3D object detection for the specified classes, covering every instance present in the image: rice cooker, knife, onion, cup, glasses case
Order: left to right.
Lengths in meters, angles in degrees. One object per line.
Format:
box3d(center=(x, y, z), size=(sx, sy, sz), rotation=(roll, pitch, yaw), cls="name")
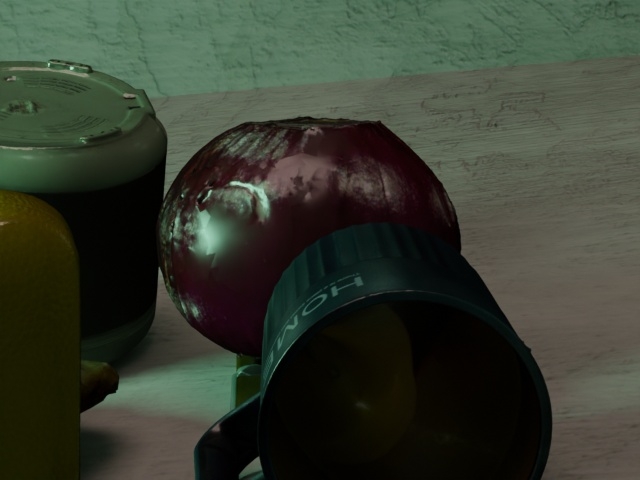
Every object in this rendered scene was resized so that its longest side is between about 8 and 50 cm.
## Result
box3d(center=(-0.274, 0.150, 1.469), size=(0.173, 0.371, 0.141), rotation=(0, 17, -9), cls="glasses case")
box3d(center=(-0.338, -0.017, 2.171), size=(0.335, 0.325, 0.335), rotation=(4, 26, -2), cls="rice cooker")
box3d(center=(-0.066, 0.148, 2.022), size=(0.061, 0.027, 0.343), rotation=(-3, 16, 0), cls="knife")
box3d(center=(0.000, 0.000, 2.005), size=(0.337, 0.282, 0.260), rotation=(12, 2, -13), cls="onion")
box3d(center=(0.049, 0.149, 1.687), size=(0.242, 0.308, 0.292), rotation=(24, 13, -9), cls="cup")

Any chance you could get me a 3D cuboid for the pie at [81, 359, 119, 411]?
box3d(center=(-0.376, 0.168, 1.866), size=(0.355, 0.103, 0.288), rotation=(-16, 3, -7), cls="pie")
